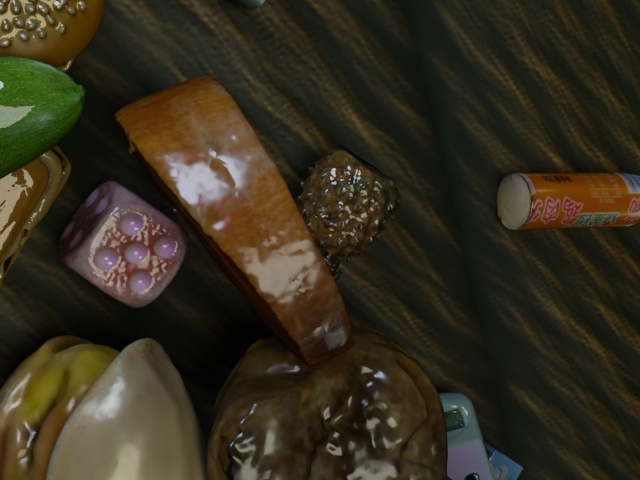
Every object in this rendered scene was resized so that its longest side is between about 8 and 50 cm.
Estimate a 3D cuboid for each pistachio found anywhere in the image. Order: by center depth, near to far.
[{"bbox_3d":[-0.200,0.242,0.871,0.229,0.230,0.309,-10,100,-25],"label":"pistachio"}]

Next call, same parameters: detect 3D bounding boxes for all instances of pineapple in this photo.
[{"bbox_3d":[0.000,0.000,0.979,0.108,0.108,0.198,29,99,-29],"label":"pineapple"}]

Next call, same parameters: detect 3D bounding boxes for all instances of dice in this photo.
[{"bbox_3d":[-0.188,0.004,0.880,0.094,0.093,0.091,39,83,-28],"label":"dice"}]

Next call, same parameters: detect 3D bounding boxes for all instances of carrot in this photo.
[{"bbox_3d":[-0.072,-0.014,0.821,0.100,0.307,0.258,-32,145,-4],"label":"carrot"}]

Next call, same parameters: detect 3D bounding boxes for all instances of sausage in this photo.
[{"bbox_3d":[0.331,-0.050,1.143,0.234,0.071,0.071,-2,103,-26],"label":"sausage"}]

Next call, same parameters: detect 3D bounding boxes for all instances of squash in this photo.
[{"bbox_3d":[-0.373,-0.044,0.730,0.395,0.107,0.107,-27,114,2],"label":"squash"}]

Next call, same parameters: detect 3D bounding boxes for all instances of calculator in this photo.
[{"bbox_3d":[0.141,0.291,1.093,0.141,0.045,0.246,-10,78,-21],"label":"calculator"}]

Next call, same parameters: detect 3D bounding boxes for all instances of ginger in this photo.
[{"bbox_3d":[-0.009,0.187,0.925,0.269,0.223,0.200,-8,87,-28],"label":"ginger"}]

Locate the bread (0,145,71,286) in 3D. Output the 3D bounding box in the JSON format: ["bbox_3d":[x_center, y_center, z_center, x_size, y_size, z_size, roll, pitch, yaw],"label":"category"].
[{"bbox_3d":[-0.315,-0.020,0.826,0.116,0.077,0.200,32,85,-21],"label":"bread"}]

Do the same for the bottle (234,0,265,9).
[{"bbox_3d":[-0.157,-0.315,0.829,0.286,0.082,0.082,29,88,-29],"label":"bottle"}]

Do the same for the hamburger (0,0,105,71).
[{"bbox_3d":[-0.259,-0.215,0.781,0.162,0.115,0.162,-7,104,-27],"label":"hamburger"}]

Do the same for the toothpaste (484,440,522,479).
[{"bbox_3d":[0.152,0.380,1.163,0.066,0.053,0.272,36,84,-33],"label":"toothpaste"}]
